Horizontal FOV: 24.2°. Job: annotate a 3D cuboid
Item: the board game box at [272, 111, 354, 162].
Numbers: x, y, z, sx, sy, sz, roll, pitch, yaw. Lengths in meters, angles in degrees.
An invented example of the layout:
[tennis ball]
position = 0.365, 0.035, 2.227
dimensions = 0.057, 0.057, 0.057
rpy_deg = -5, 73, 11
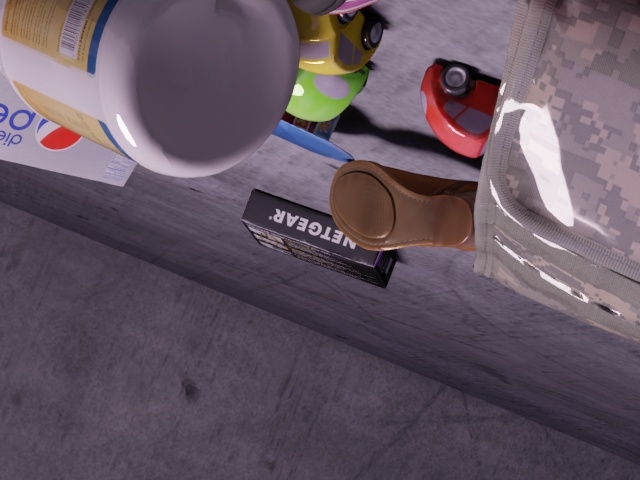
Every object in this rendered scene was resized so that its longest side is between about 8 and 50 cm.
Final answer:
[board game box]
position = -0.041, -0.117, 1.301
dimensions = 0.168, 0.033, 0.133
rpy_deg = 24, 177, -3

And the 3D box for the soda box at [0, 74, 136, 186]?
[soda box]
position = -0.283, -0.133, 1.291
dimensions = 0.286, 0.091, 0.098
rpy_deg = 12, -151, -42

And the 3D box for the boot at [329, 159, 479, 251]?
[boot]
position = 0.115, -0.023, 1.278
dimensions = 0.152, 0.073, 0.197
rpy_deg = -1, -167, -41

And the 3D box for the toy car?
[toy car]
position = 0.022, -0.114, 1.084
dimensions = 0.239, 0.053, 0.225
rpy_deg = 26, 170, -27

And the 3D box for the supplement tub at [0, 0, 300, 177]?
[supplement tub]
position = -0.125, -0.132, 0.984
dimensions = 0.144, 0.144, 0.199
rpy_deg = 30, 177, -43

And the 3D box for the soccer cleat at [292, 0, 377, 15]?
[soccer cleat]
position = 0.072, -0.146, 0.629
dimensions = 0.116, 0.109, 0.318
rpy_deg = 20, 170, -15

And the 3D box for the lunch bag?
[lunch bag]
position = 0.209, -0.037, 0.763
dimensions = 0.235, 0.169, 0.287
rpy_deg = 23, 164, 12

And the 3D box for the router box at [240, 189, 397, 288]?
[router box]
position = 0.000, 0.000, 1.847
dimensions = 0.179, 0.046, 0.133
rpy_deg = 19, 170, 12
